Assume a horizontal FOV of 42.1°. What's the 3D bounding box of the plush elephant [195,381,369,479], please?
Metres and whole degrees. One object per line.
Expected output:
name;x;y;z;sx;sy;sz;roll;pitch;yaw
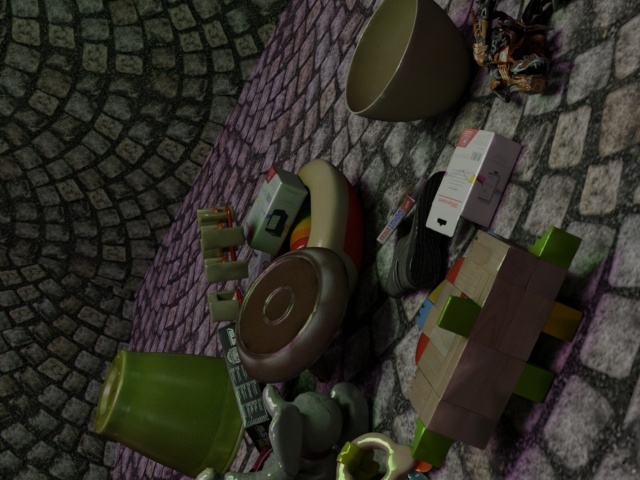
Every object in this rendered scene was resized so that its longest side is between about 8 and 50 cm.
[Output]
plush elephant;-0.049;0.396;1.611;0.330;0.272;0.255;9;93;40

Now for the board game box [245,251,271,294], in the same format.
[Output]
board game box;-0.151;0.183;2.193;0.224;0.097;0.303;120;160;-62

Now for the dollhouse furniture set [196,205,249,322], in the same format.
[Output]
dollhouse furniture set;-0.202;0.050;1.923;0.262;0.135;0.259;-131;35;-74

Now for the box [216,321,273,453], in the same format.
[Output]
box;-0.155;0.353;1.916;0.216;0.060;0.270;75;174;-51

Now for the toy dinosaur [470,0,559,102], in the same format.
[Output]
toy dinosaur;0.333;-0.377;1.516;0.322;0.164;0.218;43;130;45

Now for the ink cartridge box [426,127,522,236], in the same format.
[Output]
ink cartridge box;0.274;-0.097;1.505;0.198;0.067;0.115;-67;21;4

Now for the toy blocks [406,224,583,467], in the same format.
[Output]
toy blocks;0.235;0.133;1.297;0.261;0.190;0.381;-123;56;-78

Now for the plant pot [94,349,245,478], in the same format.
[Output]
plant pot;-0.427;0.466;2.328;0.366;0.353;0.366;-50;30;42

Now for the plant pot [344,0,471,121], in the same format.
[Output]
plant pot;0.202;-0.365;1.744;0.284;0.191;0.284;-49;30;42

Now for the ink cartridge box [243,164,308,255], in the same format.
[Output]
ink cartridge box;-0.109;-0.071;1.955;0.175;0.072;0.127;-63;23;16

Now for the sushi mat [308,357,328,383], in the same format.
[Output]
sushi mat;-0.064;0.206;1.955;0.019;0.151;0.316;-42;28;12

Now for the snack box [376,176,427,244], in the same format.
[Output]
snack box;0.169;-0.058;1.709;0.064;0.022;0.178;-48;-6;-34

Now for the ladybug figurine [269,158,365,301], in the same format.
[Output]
ladybug figurine;0.000;0.000;1.956;0.305;0.162;0.449;-47;31;44

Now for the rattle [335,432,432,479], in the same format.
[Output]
rattle;0.135;0.415;1.444;0.199;0.143;0.130;-11;31;22

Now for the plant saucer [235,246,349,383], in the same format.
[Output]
plant saucer;-0.074;0.140;1.707;0.310;0.050;0.311;-29;42;31

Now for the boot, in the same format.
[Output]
boot;0.188;-0.011;1.631;0.161;0.083;0.246;154;135;-71
